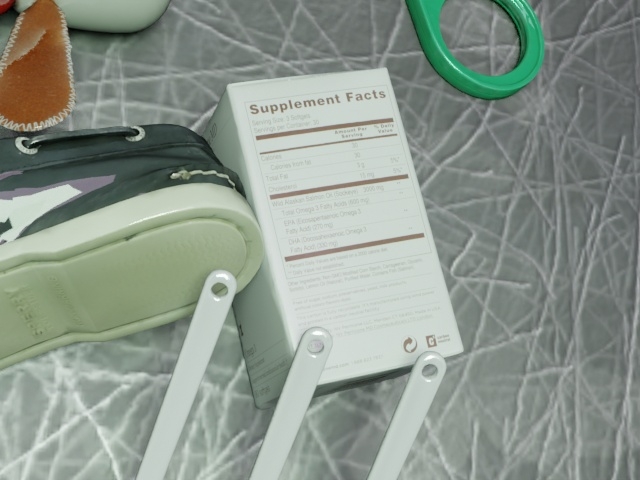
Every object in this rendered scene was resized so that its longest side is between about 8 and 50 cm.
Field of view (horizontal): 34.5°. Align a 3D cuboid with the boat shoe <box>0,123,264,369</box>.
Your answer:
[{"bbox_3d":[-0.207,0.002,0.556,0.340,0.127,0.113,-16,51,-6],"label":"boat shoe"}]

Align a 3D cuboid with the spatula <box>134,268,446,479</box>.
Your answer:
[{"bbox_3d":[-0.034,0.147,0.562,0.168,0.019,0.242,21,100,-7],"label":"spatula"}]

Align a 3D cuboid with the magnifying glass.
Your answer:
[{"bbox_3d":[0.076,-0.201,0.763,0.092,0.026,0.231,-42,92,-24],"label":"magnifying glass"}]

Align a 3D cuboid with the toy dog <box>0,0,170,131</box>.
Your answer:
[{"bbox_3d":[-0.217,-0.148,0.534,0.333,0.161,0.220,-38,113,-30],"label":"toy dog"}]

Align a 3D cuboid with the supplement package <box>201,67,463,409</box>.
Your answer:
[{"bbox_3d":[0.000,0.000,0.631,0.105,0.105,0.179,-10,77,-19],"label":"supplement package"}]
